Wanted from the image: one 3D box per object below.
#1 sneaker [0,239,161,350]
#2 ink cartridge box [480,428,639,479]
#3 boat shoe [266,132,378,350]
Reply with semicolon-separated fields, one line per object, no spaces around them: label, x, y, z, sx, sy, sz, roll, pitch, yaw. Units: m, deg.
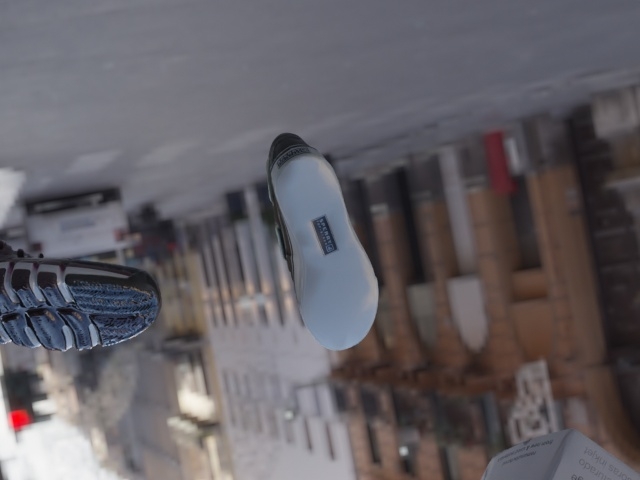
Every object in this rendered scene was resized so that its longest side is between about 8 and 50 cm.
sneaker;-0.276;0.007;1.428;0.281;0.162;0.106;-3;142;3
ink cartridge box;0.118;0.226;0.797;0.218;0.158;0.092;-58;-171;-25
boat shoe;0.000;0.000;1.547;0.078;0.219;0.070;-18;-151;-8
